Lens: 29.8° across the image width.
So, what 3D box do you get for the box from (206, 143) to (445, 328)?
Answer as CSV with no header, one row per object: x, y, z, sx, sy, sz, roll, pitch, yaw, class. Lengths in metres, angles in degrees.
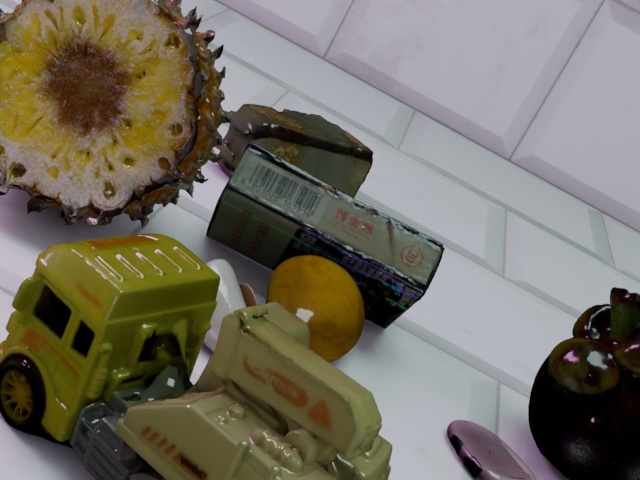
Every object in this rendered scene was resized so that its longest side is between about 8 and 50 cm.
0.000,0.000,1.704,0.310,0.084,0.198,28,-23,-3,box

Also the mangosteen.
0.415,0.205,1.623,0.287,0.287,0.233,29,-3,2,mangosteen

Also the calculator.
0.223,0.284,1.538,0.103,0.024,0.166,14,23,-37,calculator

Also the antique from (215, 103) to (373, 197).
-0.059,-0.154,2.109,0.284,0.125,0.150,8,27,-47,antique

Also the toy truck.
-0.115,0.148,1.087,0.405,0.254,0.181,37,25,31,toy truck

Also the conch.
-0.110,0.092,1.464,0.176,0.094,0.104,40,-11,21,conch

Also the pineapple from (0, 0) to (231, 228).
-0.279,-0.188,1.556,0.352,0.352,0.300,27,6,-6,pineapple

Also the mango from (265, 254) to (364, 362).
-0.015,0.093,1.573,0.147,0.109,0.227,55,22,2,mango
